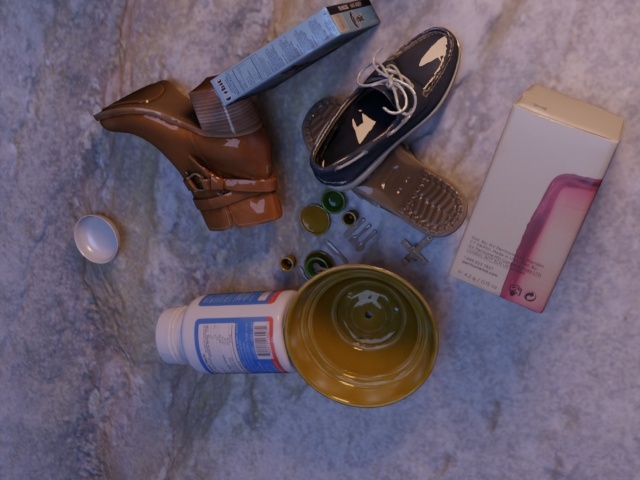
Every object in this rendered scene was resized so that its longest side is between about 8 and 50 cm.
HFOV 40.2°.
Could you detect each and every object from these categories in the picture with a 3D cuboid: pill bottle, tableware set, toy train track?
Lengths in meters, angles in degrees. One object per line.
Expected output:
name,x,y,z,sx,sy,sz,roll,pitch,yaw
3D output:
pill bottle,-0.132,0.140,1.325,0.221,0.124,0.124,-4,107,24
tableware set,0.000,0.000,1.276,0.104,0.024,0.154,47,119,1
toy train track,0.142,0.007,1.225,0.048,0.014,0.083,44,118,3

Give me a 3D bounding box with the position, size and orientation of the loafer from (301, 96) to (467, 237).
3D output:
loafer,0.083,-0.090,1.171,0.268,0.092,0.102,43,91,20

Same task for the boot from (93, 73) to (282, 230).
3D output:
boot,-0.189,-0.121,1.280,0.283,0.109,0.220,-4,119,27

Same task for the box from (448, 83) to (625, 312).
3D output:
box,0.266,-0.054,1.075,0.126,0.148,0.232,24,116,13

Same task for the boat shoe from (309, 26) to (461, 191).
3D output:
boat shoe,0.079,-0.174,1.099,0.254,0.079,0.095,-44,70,2

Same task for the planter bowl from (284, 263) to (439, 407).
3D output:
planter bowl,0.063,0.121,1.248,0.217,0.090,0.217,4,109,10

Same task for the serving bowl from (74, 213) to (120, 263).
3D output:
serving bowl,-0.357,-0.006,1.420,0.083,0.027,0.083,8,111,21

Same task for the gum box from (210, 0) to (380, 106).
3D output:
gum box,-0.029,-0.243,1.125,0.184,0.157,0.041,-25,97,27
